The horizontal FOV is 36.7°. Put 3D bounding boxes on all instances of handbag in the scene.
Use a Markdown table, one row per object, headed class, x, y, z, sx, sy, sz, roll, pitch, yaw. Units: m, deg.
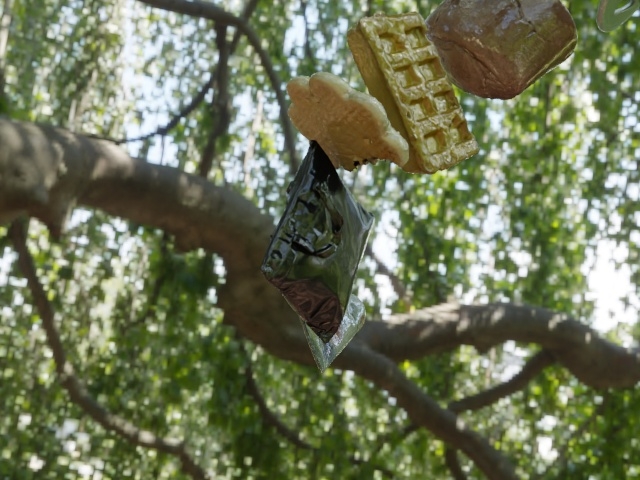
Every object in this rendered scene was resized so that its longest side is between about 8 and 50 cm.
| class | x | y | z | sx | sy | sz | roll | pitch | yaw |
| --- | --- | --- | --- | --- | --- | --- | --- | --- | --- |
| handbag | 0.000 | 0.000 | 1.512 | 0.088 | 0.254 | 0.211 | -1 | -36 | 35 |

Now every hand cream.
| class | x | y | z | sx | sy | sz | roll | pitch | yaw |
| --- | --- | --- | --- | --- | --- | --- | --- | --- | --- |
| hand cream | 0.021 | 0.143 | 1.695 | 0.077 | 0.124 | 0.340 | -20 | -1 | 12 |

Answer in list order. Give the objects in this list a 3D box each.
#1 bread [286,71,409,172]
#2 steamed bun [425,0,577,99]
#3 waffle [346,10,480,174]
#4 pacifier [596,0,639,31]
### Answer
| class | x | y | z | sx | sy | sz | roll | pitch | yaw |
| --- | --- | --- | --- | --- | --- | --- | --- | --- | --- |
| bread | 0.032 | -0.180 | 1.456 | 0.182 | 0.039 | 0.251 | 54 | -21 | -19 |
| steamed bun | 0.350 | -0.436 | 1.949 | 0.301 | 0.251 | 0.199 | 41 | -22 | 51 |
| waffle | 0.149 | -0.241 | 1.576 | 0.057 | 0.274 | 0.168 | -23 | 1 | 43 |
| pacifier | 0.597 | -0.581 | 1.843 | 0.269 | 0.343 | 0.288 | 42 | 41 | 22 |
